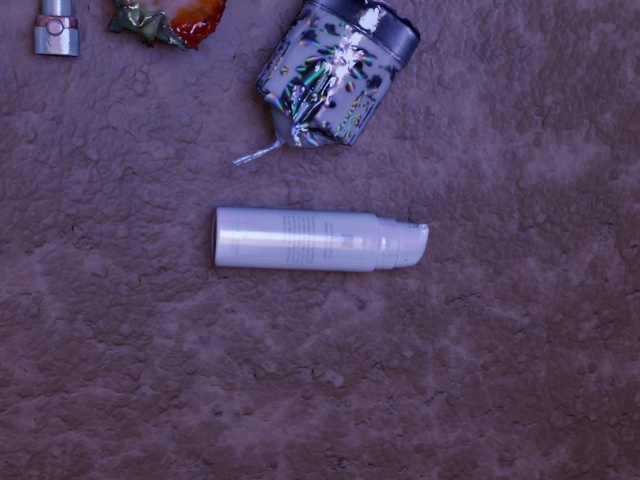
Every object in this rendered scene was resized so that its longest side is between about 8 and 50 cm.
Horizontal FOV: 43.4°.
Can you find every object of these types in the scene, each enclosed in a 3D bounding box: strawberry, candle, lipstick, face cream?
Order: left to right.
[{"bbox_3d":[-0.383,-0.363,1.165,0.063,0.057,0.186,0,99,-12],"label":"lipstick"},{"bbox_3d":[-0.208,-0.390,1.181,0.174,0.098,0.228,21,85,0],"label":"strawberry"},{"bbox_3d":[-0.002,-0.229,1.213,0.187,0.187,0.330,32,95,-17],"label":"candle"},{"bbox_3d":[0.000,0.000,1.305,0.346,0.102,0.102,3,101,-13],"label":"face cream"}]
